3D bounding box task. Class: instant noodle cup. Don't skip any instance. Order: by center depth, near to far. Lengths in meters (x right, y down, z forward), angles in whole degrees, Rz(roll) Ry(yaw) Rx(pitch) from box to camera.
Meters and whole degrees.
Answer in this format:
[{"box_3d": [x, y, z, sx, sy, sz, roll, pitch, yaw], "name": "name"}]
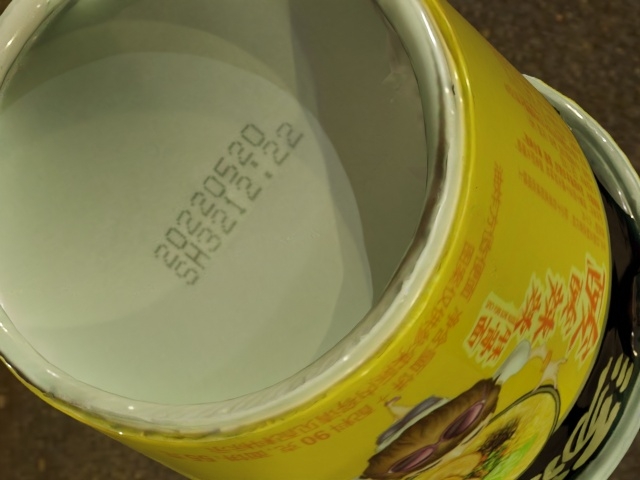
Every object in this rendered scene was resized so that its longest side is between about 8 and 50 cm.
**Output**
[{"box_3d": [0.000, 0.000, 0.491, 0.215, 0.236, 0.216, -4, 75, 16], "name": "instant noodle cup"}]
